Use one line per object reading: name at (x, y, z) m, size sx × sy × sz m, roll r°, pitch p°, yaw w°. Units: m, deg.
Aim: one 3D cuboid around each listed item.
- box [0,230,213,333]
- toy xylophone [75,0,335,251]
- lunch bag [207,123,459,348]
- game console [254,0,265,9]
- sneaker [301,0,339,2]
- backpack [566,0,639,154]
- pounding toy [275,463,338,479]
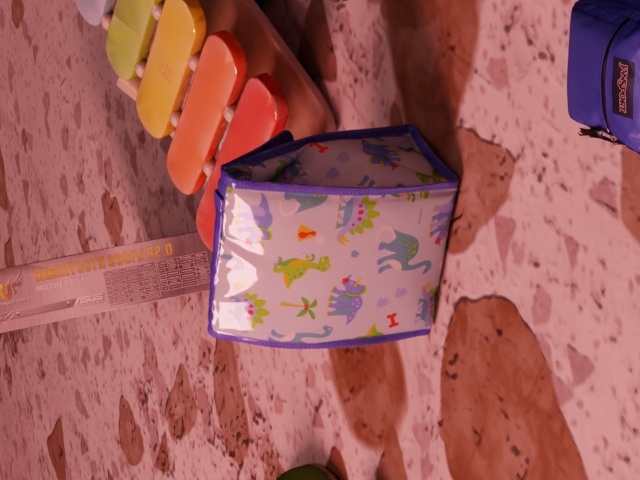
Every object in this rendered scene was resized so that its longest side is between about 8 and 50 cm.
box at (-0.223, 0.041, 1.643) m, size 0.183 × 0.231 × 0.056 m, roll 168°, pitch 90°, yaw -68°
toy xylophone at (-0.101, -0.117, 1.430) m, size 0.323 × 0.081 × 0.236 m, roll 50°, pitch 147°, yaw 25°
lunch bag at (0.000, 0.000, 1.207) m, size 0.096 × 0.151 × 0.129 m, roll -128°, pitch 36°, yaw -49°
game console at (-0.076, -0.344, 1.435) m, size 0.293 × 0.173 × 0.250 m, roll 124°, pitch 164°, yaw -57°
sneaker at (-0.045, -0.254, 1.230) m, size 0.276 × 0.097 × 0.135 m, roll 36°, pitch 145°, yaw 40°
backpack at (0.176, -0.073, 0.838) m, size 0.120 × 0.101 × 0.098 m, roll 31°, pitch 132°, yaw 57°
pounding toy at (-0.029, 0.275, 1.418) m, size 0.237 × 0.110 × 0.183 m, roll -172°, pitch 75°, yaw -67°
